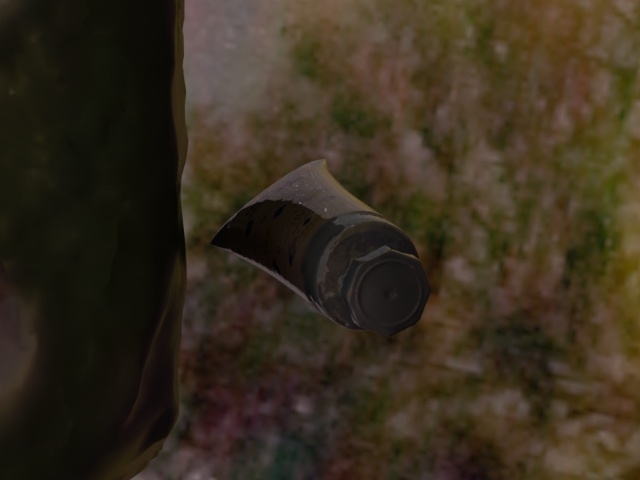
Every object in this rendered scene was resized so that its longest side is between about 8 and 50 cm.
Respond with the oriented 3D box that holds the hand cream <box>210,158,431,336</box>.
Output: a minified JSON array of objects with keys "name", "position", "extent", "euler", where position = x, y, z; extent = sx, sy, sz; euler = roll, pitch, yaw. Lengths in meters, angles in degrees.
[{"name":"hand cream","position":[0.000,0.000,0.680],"extent":[0.043,0.065,0.171],"euler":[57,173,-21]}]

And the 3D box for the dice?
[{"name":"dice","position":[-0.217,-0.061,0.713],"extent":[0.322,0.318,0.330],"euler":[-110,20,-74]}]
